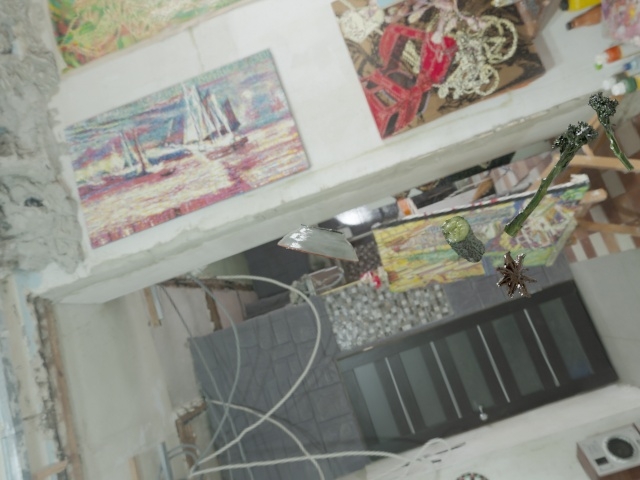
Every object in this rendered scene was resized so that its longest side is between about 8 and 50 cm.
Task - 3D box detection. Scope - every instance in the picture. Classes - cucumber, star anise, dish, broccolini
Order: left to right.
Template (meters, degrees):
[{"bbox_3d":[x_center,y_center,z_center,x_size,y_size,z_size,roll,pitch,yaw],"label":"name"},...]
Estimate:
[{"bbox_3d":[0.000,0.000,1.442,0.260,0.260,0.085,-8,-70,-85],"label":"dish"},{"bbox_3d":[0.282,0.000,0.898,0.187,0.058,0.058,29,-141,-59],"label":"cucumber"},{"bbox_3d":[0.524,0.096,1.244,0.042,0.141,0.141,-24,86,65],"label":"star anise"},{"bbox_3d":[0.440,-0.121,0.902,0.057,0.254,0.071,39,-160,16],"label":"broccolini"},{"bbox_3d":[0.912,-0.336,1.404,0.271,0.062,0.123,61,-155,-3],"label":"broccolini"}]
